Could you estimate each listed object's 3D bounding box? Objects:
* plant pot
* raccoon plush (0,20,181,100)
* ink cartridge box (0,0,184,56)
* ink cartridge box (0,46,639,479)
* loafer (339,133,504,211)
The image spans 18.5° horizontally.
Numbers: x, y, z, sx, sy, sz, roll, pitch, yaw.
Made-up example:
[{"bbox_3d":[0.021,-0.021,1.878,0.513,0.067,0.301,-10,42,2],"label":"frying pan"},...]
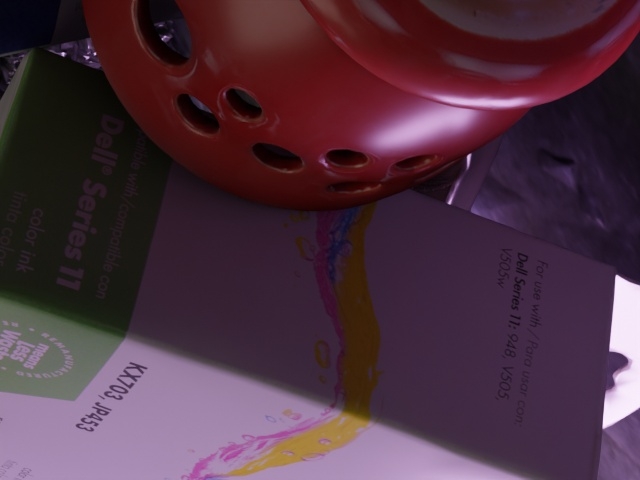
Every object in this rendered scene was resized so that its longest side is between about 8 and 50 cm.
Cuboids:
[{"bbox_3d":[0.022,-0.119,0.749,0.191,0.191,0.174,56,154,-5],"label":"plant pot"},{"bbox_3d":[-0.306,-0.161,1.208,0.446,0.299,0.216,51,159,8],"label":"raccoon plush"},{"bbox_3d":[-0.193,-0.195,0.899,0.330,0.324,0.071,39,130,32],"label":"ink cartridge box"},{"bbox_3d":[-0.007,0.066,0.895,0.354,0.119,0.207,20,150,-15],"label":"ink cartridge box"},{"bbox_3d":[0.000,0.000,1.051,0.134,0.130,0.366,44,157,22],"label":"loafer"}]
